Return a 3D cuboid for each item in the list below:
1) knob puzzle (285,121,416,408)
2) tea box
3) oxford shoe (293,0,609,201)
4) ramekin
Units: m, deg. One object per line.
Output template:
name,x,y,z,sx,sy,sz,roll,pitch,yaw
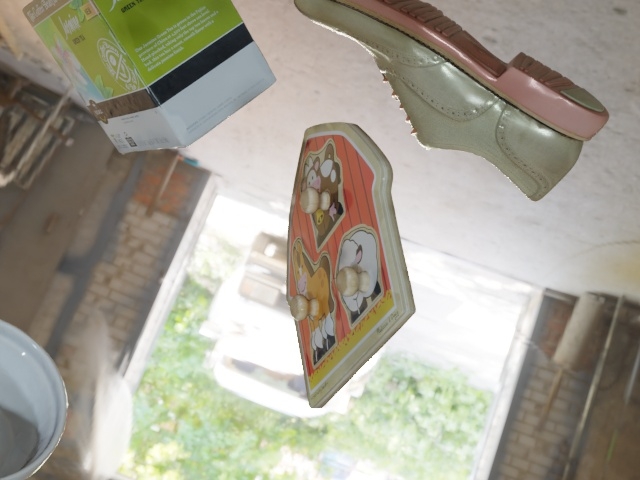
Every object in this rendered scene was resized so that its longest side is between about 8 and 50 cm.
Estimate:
knob puzzle,0.000,0.000,0.577,0.030,0.213,0.213,1,172,-21
tea box,-0.305,-0.344,1.415,0.329,0.220,0.323,4,130,58
oxford shoe,0.119,-0.184,0.930,0.397,0.146,0.140,34,-151,14
ramekin,-0.383,0.186,0.841,0.207,0.207,0.109,27,126,-21
